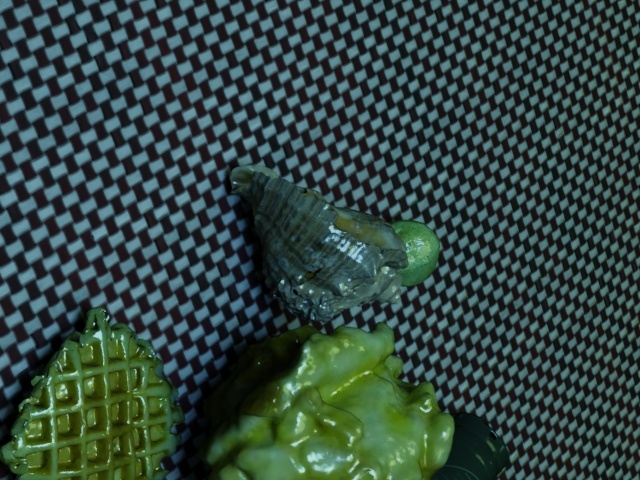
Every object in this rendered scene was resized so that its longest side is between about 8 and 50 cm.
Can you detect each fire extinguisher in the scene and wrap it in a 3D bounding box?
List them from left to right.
[{"bbox_3d":[0.105,0.335,1.686,0.311,0.095,0.114,-44,134,-30],"label":"fire extinguisher"}]

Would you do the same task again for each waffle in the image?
[{"bbox_3d":[-0.226,0.193,1.411,0.208,0.054,0.214,53,58,-35],"label":"waffle"}]

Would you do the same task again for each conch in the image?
[{"bbox_3d":[0.000,0.000,1.530,0.245,0.178,0.163,41,58,-15],"label":"conch"}]

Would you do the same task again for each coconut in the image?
[{"bbox_3d":[0.100,0.014,1.671,0.087,0.096,0.088,0,85,-3],"label":"coconut"}]

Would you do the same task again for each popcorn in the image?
[{"bbox_3d":[0.001,0.206,1.486,0.237,0.293,0.293,36,66,-4],"label":"popcorn"}]
